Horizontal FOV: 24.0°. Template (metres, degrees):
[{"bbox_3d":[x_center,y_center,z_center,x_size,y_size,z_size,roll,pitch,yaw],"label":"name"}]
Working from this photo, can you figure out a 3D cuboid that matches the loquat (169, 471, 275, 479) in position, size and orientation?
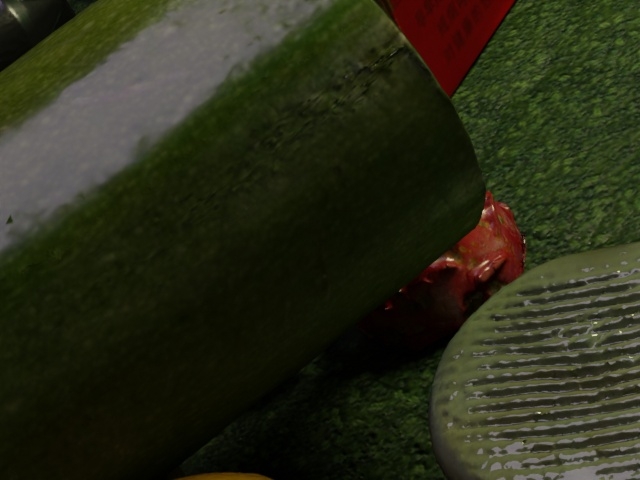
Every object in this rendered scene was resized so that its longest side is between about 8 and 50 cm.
[{"bbox_3d":[-0.066,0.225,0.817,0.208,0.208,0.208,-21,34,15],"label":"loquat"}]

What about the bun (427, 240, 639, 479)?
[{"bbox_3d":[0.174,0.097,0.896,0.221,0.108,0.221,-18,43,18],"label":"bun"}]

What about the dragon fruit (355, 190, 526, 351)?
[{"bbox_3d":[0.073,-0.009,1.119,0.153,0.111,0.153,-18,37,14],"label":"dragon fruit"}]

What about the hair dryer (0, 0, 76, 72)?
[{"bbox_3d":[-0.353,-0.192,1.731,0.244,0.116,0.302,-38,45,-12],"label":"hair dryer"}]

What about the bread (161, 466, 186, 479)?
[{"bbox_3d":[-0.173,0.211,1.020,0.199,0.104,0.199,-17,38,13],"label":"bread"}]

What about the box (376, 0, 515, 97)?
[{"bbox_3d":[0.055,-0.289,1.318,0.089,0.313,0.197,4,46,39],"label":"box"}]

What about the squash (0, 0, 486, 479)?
[{"bbox_3d":[-0.126,0.006,0.933,0.384,0.263,0.263,-38,33,-12],"label":"squash"}]
